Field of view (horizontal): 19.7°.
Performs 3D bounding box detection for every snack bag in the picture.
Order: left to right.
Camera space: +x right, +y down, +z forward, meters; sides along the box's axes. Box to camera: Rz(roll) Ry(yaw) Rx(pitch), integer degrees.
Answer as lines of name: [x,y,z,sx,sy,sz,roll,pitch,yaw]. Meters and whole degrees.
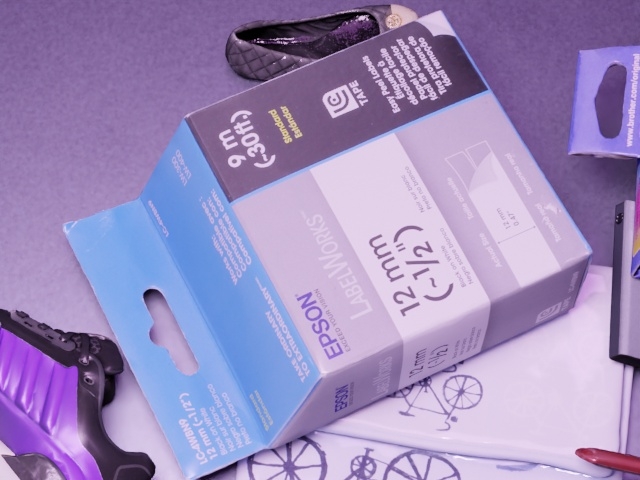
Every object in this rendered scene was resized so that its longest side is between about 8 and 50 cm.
snack bag: [0.084,0.162,1.463,0.323,0.037,0.342,9,68,1]

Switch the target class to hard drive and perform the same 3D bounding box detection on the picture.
hard drive: [0.280,0.043,1.505,0.094,0.022,0.135,17,66,-25]

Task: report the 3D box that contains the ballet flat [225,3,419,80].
ballet flat: [0.004,-0.172,1.591,0.173,0.049,0.057,-12,69,-7]

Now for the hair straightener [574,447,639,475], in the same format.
hair straightener: [0.299,0.222,1.430,0.230,0.047,0.089,11,91,-13]

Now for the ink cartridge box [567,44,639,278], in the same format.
ink cartridge box: [0.404,-0.087,1.481,0.395,0.151,0.270,13,66,-9]

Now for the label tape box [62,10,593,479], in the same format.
label tape box: [0.000,0.000,1.451,0.348,0.115,0.249,-23,67,-14]

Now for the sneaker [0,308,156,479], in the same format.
sneaker: [-0.235,0.105,1.450,0.146,0.102,0.293,-33,77,-18]
